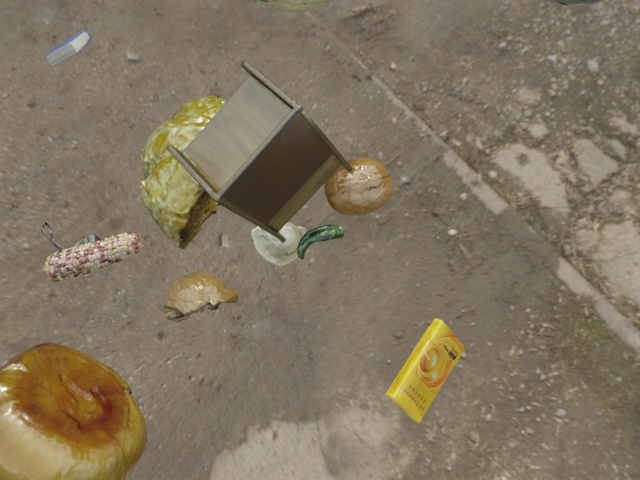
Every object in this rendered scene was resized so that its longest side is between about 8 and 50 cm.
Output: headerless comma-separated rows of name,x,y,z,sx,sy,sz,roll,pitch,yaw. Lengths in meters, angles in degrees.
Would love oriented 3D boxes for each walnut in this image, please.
walnut,0.113,-0.156,1.600,0.207,0.167,0.167,-20,85,-11
walnut,-0.380,0.164,1.673,0.238,0.204,0.141,-18,85,8

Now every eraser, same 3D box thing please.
eraser,-0.532,-0.406,1.157,0.027,0.085,0.063,54,36,-34

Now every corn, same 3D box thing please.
corn,-0.664,0.049,1.610,0.281,0.092,0.092,-18,84,-12

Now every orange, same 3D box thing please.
orange,-0.251,-0.181,1.172,0.210,0.271,0.368,41,58,-5

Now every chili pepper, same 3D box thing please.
chili pepper,-0.003,-0.004,1.199,0.118,0.035,0.055,-31,121,-8

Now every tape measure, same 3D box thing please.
tape measure,-0.763,-0.006,1.691,0.107,0.104,0.180,-45,120,-5

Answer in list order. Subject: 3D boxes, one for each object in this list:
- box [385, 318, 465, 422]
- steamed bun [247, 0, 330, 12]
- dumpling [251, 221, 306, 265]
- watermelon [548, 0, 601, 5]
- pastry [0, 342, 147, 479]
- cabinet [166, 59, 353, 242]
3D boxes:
box,0.310,0.378,1.602,0.269,0.043,0.152,-52,122,-19
steamed bun,-0.068,-0.690,1.298,0.312,0.334,0.232,16,69,0
dumpling,-0.133,0.010,1.811,0.181,0.111,0.154,0,97,0
watermelon,0.348,-0.547,0.820,0.387,0.228,0.258,39,87,-19
pastry,-0.505,0.353,1.078,0.356,0.356,0.164,44,98,-1
cabinet,-0.088,-0.130,0.856,0.175,0.215,0.148,-47,62,4
